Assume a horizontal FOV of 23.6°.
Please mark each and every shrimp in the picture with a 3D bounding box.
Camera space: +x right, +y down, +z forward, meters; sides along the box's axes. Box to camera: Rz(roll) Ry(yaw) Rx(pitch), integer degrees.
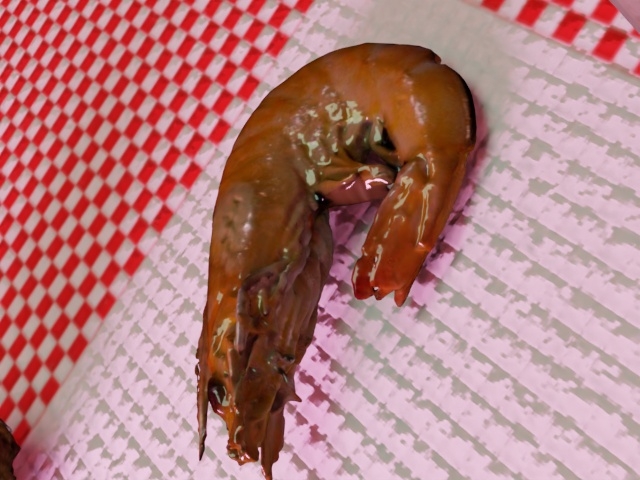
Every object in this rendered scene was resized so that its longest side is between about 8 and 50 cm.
[{"bbox_3d":[0.000,0.000,0.750,0.150,0.068,0.248,-8,54,41],"label":"shrimp"}]

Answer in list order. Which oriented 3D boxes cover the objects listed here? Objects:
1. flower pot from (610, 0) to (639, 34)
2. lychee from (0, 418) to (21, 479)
[{"bbox_3d":[0.169,-0.157,0.494,0.290,0.259,0.290,-31,43,34],"label":"flower pot"},{"bbox_3d":[-0.255,0.150,0.862,0.171,0.171,0.171,-29,45,34],"label":"lychee"}]
